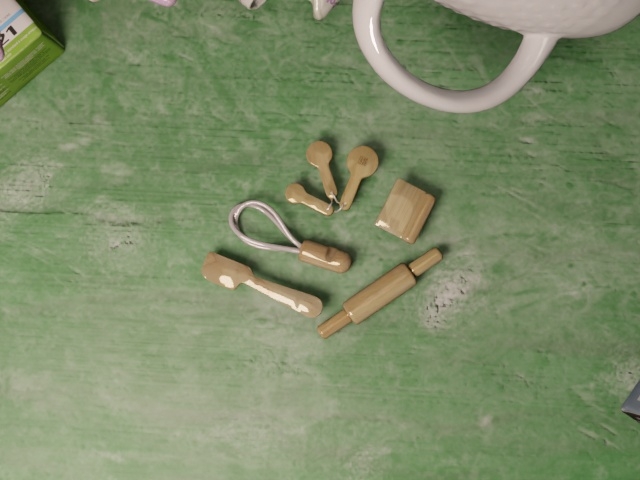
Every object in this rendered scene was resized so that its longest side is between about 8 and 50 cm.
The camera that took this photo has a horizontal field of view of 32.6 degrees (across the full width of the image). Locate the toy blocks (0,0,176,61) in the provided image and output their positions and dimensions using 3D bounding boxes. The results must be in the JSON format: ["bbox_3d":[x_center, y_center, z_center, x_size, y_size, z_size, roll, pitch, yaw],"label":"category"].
[{"bbox_3d":[-0.232,-0.326,1.072,0.260,0.288,0.309,47,128,11],"label":"toy blocks"}]

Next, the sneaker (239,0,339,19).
[{"bbox_3d":[-0.096,-0.349,1.205,0.305,0.114,0.152,25,87,4],"label":"sneaker"}]

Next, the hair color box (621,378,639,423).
[{"bbox_3d":[0.507,0.239,1.100,0.374,0.185,0.114,34,88,5],"label":"hair color box"}]

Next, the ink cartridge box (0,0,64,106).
[{"bbox_3d":[-0.447,-0.256,1.229,0.189,0.097,0.255,-41,86,0],"label":"ink cartridge box"}]

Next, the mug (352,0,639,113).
[{"bbox_3d":[0.172,-0.310,1.098,0.328,0.276,0.374,25,92,-23],"label":"mug"}]

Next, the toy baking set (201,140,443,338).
[{"bbox_3d":[0.005,0.005,1.224,0.256,0.030,0.197,-39,82,0],"label":"toy baking set"}]
